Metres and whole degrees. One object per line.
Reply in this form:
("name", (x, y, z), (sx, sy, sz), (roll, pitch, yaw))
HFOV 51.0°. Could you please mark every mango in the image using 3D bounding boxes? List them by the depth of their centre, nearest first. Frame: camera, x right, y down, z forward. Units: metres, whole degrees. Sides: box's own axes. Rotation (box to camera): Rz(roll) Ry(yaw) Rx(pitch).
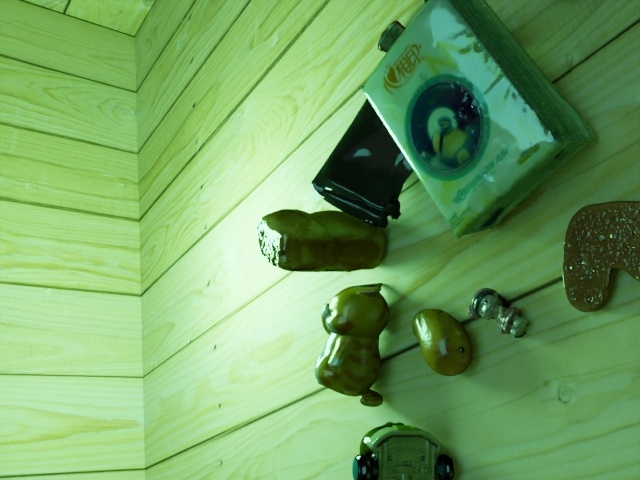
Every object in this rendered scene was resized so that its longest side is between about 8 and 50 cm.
("mango", (0.248, 0.201, 1.368), (0.115, 0.089, 0.165), (-64, 34, 38))

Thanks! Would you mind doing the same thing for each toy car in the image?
("toy car", (0.147, 0.498, 1.377), (0.198, 0.204, 0.248), (155, 119, -76))

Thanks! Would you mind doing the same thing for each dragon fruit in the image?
("dragon fruit", (0.181, -0.501, 1.665), (0.083, 0.056, 0.060), (-58, 17, 18))

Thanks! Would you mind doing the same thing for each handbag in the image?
("handbag", (0.137, -0.182, 1.569), (0.257, 0.113, 0.285), (34, 89, 44))

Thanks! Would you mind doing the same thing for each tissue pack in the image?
("tissue pack", (0.283, -0.247, 1.289), (0.287, 0.162, 0.388), (-48, 63, 39))

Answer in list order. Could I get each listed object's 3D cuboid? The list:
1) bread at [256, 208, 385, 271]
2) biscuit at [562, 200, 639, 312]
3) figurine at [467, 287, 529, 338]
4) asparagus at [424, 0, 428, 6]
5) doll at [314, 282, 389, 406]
("bread", (0.000, 0.000, 1.592), (0.167, 0.294, 0.132), (34, 114, 53))
("biscuit", (0.489, 0.028, 1.104), (0.192, 0.036, 0.186), (-3, 82, 55))
("figurine", (0.340, 0.141, 1.282), (0.129, 0.054, 0.072), (37, 127, 45))
("asparagus", (0.303, -0.466, 1.458), (0.343, 0.082, 0.085), (54, 129, 48))
("doll", (0.072, 0.230, 1.550), (0.166, 0.162, 0.270), (-131, 46, -85))
